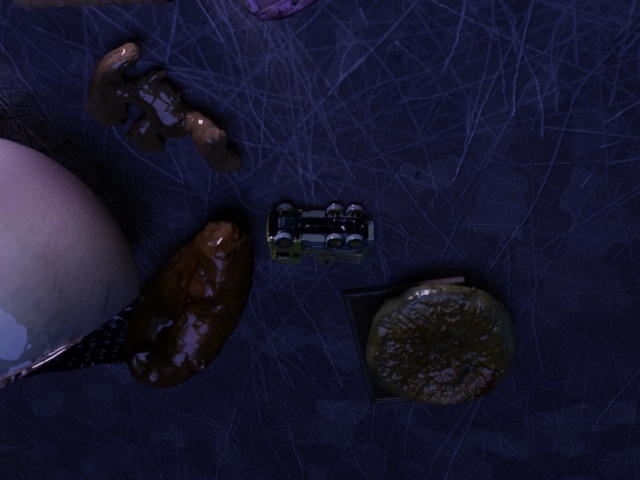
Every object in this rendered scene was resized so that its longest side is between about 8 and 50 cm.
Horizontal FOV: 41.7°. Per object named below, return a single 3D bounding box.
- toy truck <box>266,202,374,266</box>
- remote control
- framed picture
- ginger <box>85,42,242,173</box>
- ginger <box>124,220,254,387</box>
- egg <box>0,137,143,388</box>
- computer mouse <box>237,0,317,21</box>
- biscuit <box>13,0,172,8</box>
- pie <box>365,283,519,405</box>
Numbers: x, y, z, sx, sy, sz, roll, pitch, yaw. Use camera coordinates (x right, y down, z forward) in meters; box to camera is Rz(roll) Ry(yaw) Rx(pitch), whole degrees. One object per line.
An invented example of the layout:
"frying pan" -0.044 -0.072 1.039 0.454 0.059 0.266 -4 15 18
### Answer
"toy truck" 0.000 0.000 1.348 0.169 0.077 0.100 0 141 0
"remote control" -0.472 0.174 1.524 0.399 0.062 0.144 -9 126 11
"framed picture" 0.170 0.189 1.517 0.213 0.016 0.289 -8 127 11
"ginger" -0.233 -0.174 1.242 0.149 0.065 0.259 -26 128 37
"ginger" -0.207 0.097 1.388 0.165 0.172 0.321 32 105 5
"egg" -0.485 0.009 1.237 0.355 0.354 0.339 -23 103 20
"computer mouse" -0.097 -0.419 1.029 0.158 0.071 0.310 -23 123 19
"biscuit" -0.302 -0.340 1.116 0.219 0.055 0.061 -2 143 6
"pie" 0.206 0.178 1.453 0.277 0.078 0.277 1 123 2
